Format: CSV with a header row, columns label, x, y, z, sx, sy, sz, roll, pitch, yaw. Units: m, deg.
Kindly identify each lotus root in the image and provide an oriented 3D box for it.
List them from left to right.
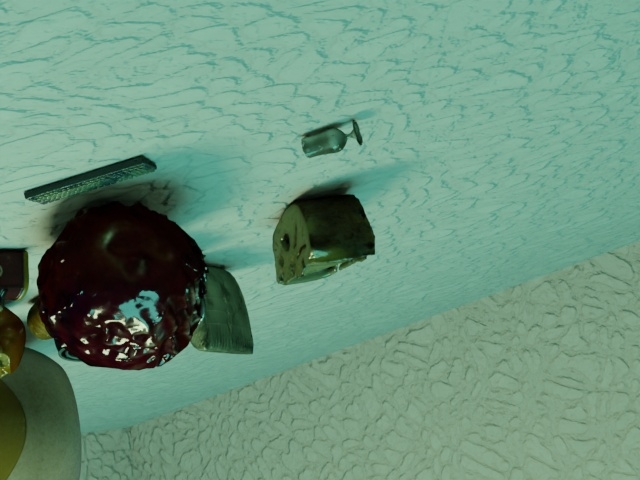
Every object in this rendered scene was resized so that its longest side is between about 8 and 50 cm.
label,x,y,z,sx,sy,sz,roll,pitch,yaw
lotus root,0.000,0.000,2.129,0.119,0.138,0.235,-3,165,-20

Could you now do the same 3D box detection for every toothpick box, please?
label,x,y,z,sx,sy,sz,roll,pitch,yaw
toothpick box,-0.719,0.412,2.521,0.425,0.409,0.409,-2,164,-27

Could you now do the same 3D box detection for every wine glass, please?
label,x,y,z,sx,sy,sz,roll,pitch,yaw
wine glass,0.015,-0.140,1.762,0.083,0.039,0.042,-13,170,16

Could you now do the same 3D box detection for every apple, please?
label,x,y,z,sx,sy,sz,roll,pitch,yaw
apple,-0.599,0.178,2.252,0.156,0.147,0.158,29,137,-22

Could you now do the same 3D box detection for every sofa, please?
label,x,y,z,sx,sy,sz,roll,pitch,yaw
sofa,-0.272,0.154,2.406,0.225,0.176,0.210,-18,167,18

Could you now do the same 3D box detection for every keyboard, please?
label,x,y,z,sx,sy,sz,roll,pitch,yaw
keyboard,-0.312,-0.080,1.726,0.176,0.014,0.055,-16,170,10

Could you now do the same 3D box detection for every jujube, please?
label,x,y,z,sx,sy,sz,roll,pitch,yaw
jujube,-0.300,0.071,1.917,0.258,0.258,0.376,-10,157,-16

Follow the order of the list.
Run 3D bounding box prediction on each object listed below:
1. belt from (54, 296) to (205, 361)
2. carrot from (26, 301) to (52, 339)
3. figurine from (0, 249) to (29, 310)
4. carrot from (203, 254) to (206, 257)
label,x,y,z,sx,sy,sz,roll,pitch,yaw
belt,-0.330,0.135,2.189,0.267,0.116,0.206,-15,163,-1
carrot,-0.457,0.104,2.257,0.078,0.078,0.298,-7,161,-29
figurine,-0.526,0.069,1.957,0.082,0.098,0.154,-19,169,39
carrot,-0.300,0.048,2.234,0.216,0.048,0.048,-12,168,-29
